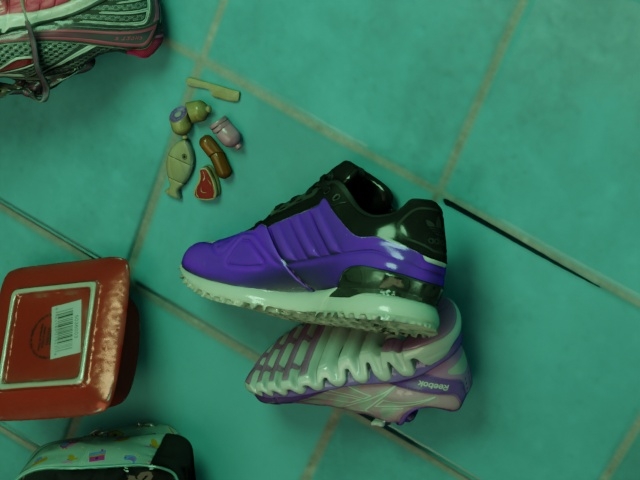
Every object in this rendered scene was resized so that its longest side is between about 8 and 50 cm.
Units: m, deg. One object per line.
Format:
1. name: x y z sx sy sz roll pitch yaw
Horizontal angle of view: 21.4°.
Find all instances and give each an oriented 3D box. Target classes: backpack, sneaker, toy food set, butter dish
1. backpack: -0.215 0.271 1.696 0.188 0.144 0.165 -5 112 3
2. sneaker: 0.040 0.129 1.560 0.236 0.095 0.104 -12 123 32
3. sneaker: -0.288 -0.171 1.532 0.299 0.121 0.112 -20 115 9
4. toy food set: -0.110 -0.087 1.578 0.078 0.019 0.122 17 117 19
5. sneaker: 0.001 0.000 1.523 0.293 0.102 0.146 6 82 41
6. butter dish: -0.236 0.110 1.671 0.160 0.118 0.160 -7 66 28
